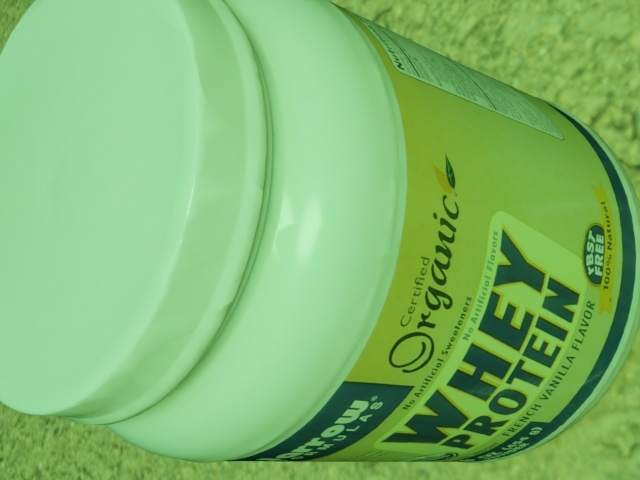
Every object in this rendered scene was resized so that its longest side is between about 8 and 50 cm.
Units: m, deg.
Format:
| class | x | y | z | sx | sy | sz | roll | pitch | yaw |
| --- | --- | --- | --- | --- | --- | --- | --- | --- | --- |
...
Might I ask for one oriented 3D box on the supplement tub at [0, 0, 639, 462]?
| class | x | y | z | sx | sy | sz | roll | pitch | yaw |
| --- | --- | --- | --- | --- | --- | --- | --- | --- | --- |
| supplement tub | 0.000 | 0.000 | 0.516 | 0.228 | 0.316 | 0.229 | -12 | 73 | 44 |
